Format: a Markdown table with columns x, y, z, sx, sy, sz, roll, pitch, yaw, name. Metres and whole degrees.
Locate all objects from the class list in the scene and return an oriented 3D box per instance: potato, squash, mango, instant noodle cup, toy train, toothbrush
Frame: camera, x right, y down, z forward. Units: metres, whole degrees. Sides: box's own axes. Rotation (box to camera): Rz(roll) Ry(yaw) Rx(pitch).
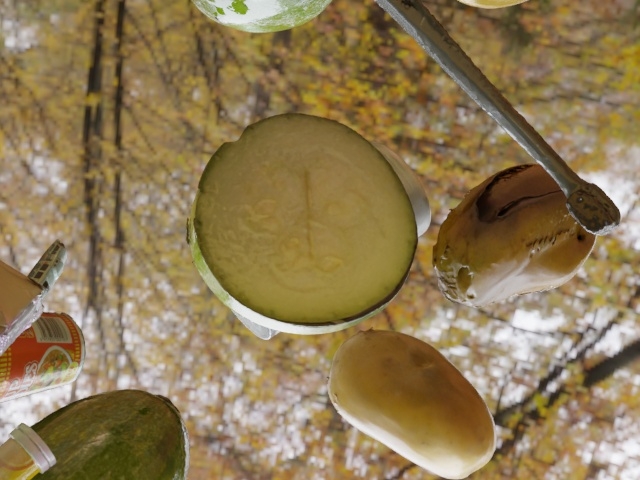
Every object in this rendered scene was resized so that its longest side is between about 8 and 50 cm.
| x | y | z | sx | sy | sz | roll | pitch | yaw | name |
| --- | --- | --- | --- | --- | --- | --- | --- | --- | --- |
| 0.107 | 0.190 | 1.435 | 0.234 | 0.146 | 0.150 | 26 | -155 | 38 | potato |
| -0.017 | -0.013 | 1.155 | 0.219 | 0.219 | 0.041 | 6 | 159 | -10 | squash |
| 0.227 | 0.000 | 1.432 | 0.249 | 0.151 | 0.156 | -31 | -93 | -42 | mango |
| -0.518 | 0.188 | 2.036 | 0.193 | 0.193 | 0.212 | 26 | -165 | 34 | instant noodle cup |
| -0.523 | 0.075 | 2.265 | 0.047 | 0.043 | 0.207 | 9 | -137 | 15 | toy train |
| -0.317 | 0.375 | 1.816 | 0.309 | 0.310 | 0.310 | -33 | -141 | -20 | squash |
| 0.122 | -0.117 | 0.931 | 0.297 | 0.030 | 0.030 | 50 | -155 | 12 | toothbrush |

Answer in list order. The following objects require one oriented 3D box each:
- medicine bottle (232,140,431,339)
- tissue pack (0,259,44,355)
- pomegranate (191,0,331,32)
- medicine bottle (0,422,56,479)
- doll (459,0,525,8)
| x | y | z | sx | sy | sz | roll | pitch | yaw | name |
| --- | --- | --- | --- | --- | --- | --- | --- | --- | --- |
| 0.000 | 0.000 | 1.485 | 0.258 | 0.143 | 0.143 | -38 | -138 | -19 | medicine bottle |
| -0.495 | 0.073 | 1.454 | 0.257 | 0.123 | 0.215 | 34 | -128 | 4 | tissue pack |
| -0.051 | -0.421 | 1.628 | 0.359 | 0.309 | 0.216 | 17 | -159 | 16 | pomegranate |
| -0.454 | 0.339 | 1.597 | 0.074 | 0.074 | 0.218 | 28 | -121 | 37 | medicine bottle |
| 0.184 | -0.379 | 1.302 | 0.162 | 0.166 | 0.269 | -8 | -114 | -27 | doll |
